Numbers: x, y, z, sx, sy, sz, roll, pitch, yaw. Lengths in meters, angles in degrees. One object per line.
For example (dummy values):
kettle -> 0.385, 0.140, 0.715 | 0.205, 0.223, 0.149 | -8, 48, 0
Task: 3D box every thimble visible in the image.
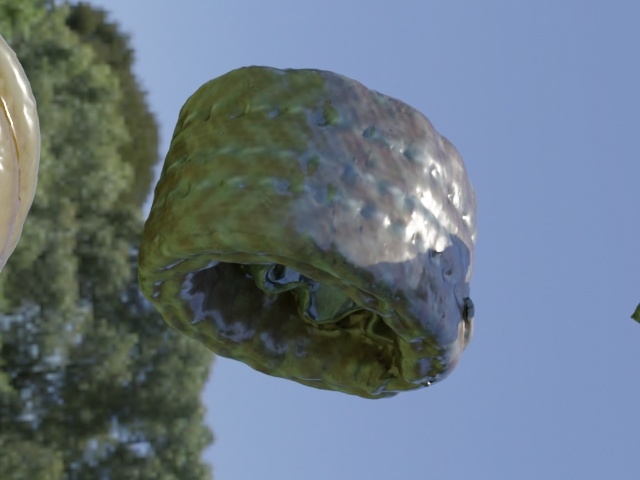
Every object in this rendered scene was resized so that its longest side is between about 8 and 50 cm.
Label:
thimble -> 0.000, -0.003, 0.908 | 0.196, 0.229, 0.148 | -29, -138, 54

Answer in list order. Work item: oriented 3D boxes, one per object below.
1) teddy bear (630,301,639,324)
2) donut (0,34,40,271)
teddy bear -> 0.259, 0.048, 0.845 | 0.213, 0.133, 0.111 | -82, -164, -53
donut -> -0.451, -0.057, 1.136 | 0.198, 0.449, 0.448 | 37, -53, 56
